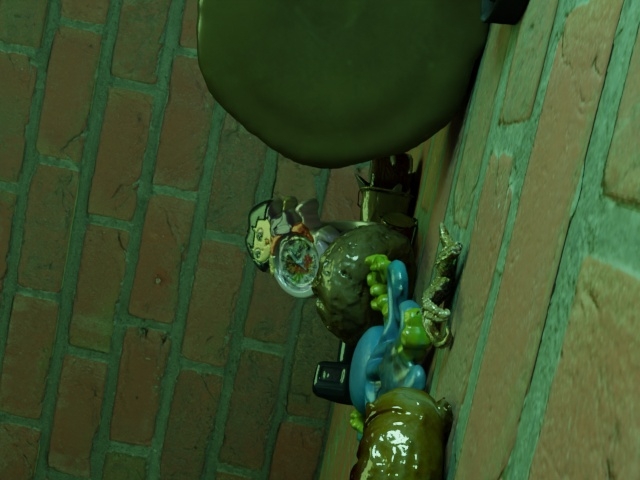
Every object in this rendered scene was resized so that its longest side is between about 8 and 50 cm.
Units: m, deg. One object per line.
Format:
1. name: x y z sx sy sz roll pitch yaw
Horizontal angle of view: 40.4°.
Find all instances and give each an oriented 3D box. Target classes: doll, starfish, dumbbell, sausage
1. doll: 0.112 0.197 1.341 0.341 0.098 0.346 -178 93 -79
2. starfish: 0.152 0.052 1.144 0.150 0.053 0.210 108 177 -48
3. dumbbell: 0.077 0.213 2.009 0.160 0.144 0.325 106 175 -73
4. sausage: 0.141 0.074 1.815 0.083 0.083 0.264 -78 -3 -68

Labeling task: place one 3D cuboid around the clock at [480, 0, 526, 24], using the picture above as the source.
1. clock: 0.241 -0.357 1.072 0.184 0.040 0.184 -168 90 -89

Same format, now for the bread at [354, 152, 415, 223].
1. bread: 0.142 -0.106 1.984 0.224 0.142 0.212 96 -178 -79

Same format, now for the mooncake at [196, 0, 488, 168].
1. mooncake: 0.034 -0.356 1.413 0.262 0.467 0.467 -83 4 -58

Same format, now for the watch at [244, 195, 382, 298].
1. watch: 0.000 0.000 1.725 0.231 0.244 0.196 -13 -75 -48

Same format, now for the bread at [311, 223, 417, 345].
1. bread: 0.075 0.075 1.551 0.230 0.123 0.230 -22 -60 -46

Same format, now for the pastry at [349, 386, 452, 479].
1. pastry: 0.081 0.281 0.989 0.229 0.100 0.218 -76 -2 -54
